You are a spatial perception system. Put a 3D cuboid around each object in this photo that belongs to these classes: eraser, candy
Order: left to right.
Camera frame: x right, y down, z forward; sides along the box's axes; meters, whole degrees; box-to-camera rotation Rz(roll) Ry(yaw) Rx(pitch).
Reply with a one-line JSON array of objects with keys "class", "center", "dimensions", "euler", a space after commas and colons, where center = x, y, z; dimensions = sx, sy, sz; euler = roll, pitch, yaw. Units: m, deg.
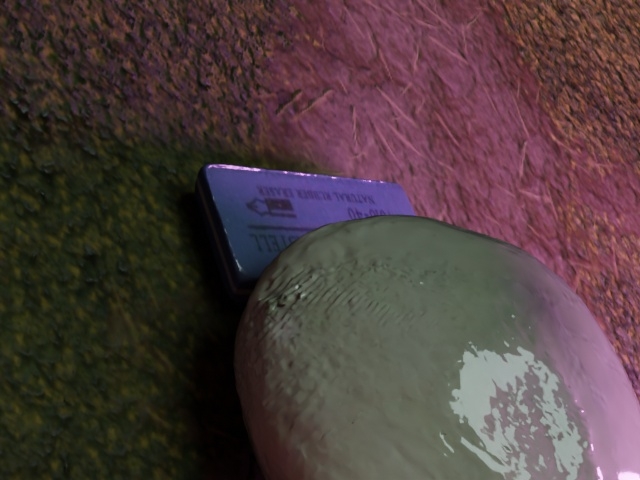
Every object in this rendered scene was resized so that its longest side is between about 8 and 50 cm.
[{"class": "eraser", "center": [0.000, 0.000, 1.284], "dimensions": [0.225, 0.036, 0.082], "euler": [4, 60, -50]}, {"class": "candy", "center": [0.082, 0.106, 1.153], "dimensions": [0.295, 0.185, 0.295], "euler": [31, 31, -21]}]
